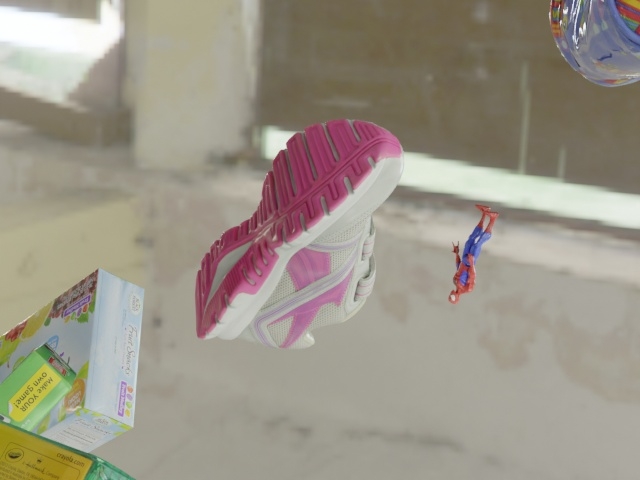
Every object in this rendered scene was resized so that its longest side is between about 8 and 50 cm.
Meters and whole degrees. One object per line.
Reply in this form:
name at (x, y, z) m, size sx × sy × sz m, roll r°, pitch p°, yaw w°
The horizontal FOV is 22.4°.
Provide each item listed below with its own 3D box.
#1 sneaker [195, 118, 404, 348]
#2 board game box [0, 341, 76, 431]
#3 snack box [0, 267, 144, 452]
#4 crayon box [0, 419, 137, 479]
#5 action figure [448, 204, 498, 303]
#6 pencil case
sneaker at (0.000, 0.000, 1.289) m, size 0.111 × 0.252 × 0.103 m, roll 19°, pitch -134°, yaw -26°
board game box at (-0.328, 0.215, 1.325) m, size 0.046 × 0.317 × 0.213 m, roll 45°, pitch 174°, yaw -5°
snack box at (-0.281, 0.152, 1.752) m, size 0.070 × 0.175 × 0.207 m, roll 26°, pitch 139°, yaw -32°
crayon box at (-0.222, 0.172, 0.887) m, size 0.278 × 0.165 × 0.081 m, roll 13°, pitch 161°, yaw 43°
action figure at (0.167, 0.018, 1.815) m, size 0.030 × 0.115 × 0.038 m, roll 8°, pitch -165°, yaw -31°
pencil case at (0.267, -0.201, 1.328) m, size 0.119 × 0.133 × 0.306 m, roll 12°, pitch -178°, yaw -1°
